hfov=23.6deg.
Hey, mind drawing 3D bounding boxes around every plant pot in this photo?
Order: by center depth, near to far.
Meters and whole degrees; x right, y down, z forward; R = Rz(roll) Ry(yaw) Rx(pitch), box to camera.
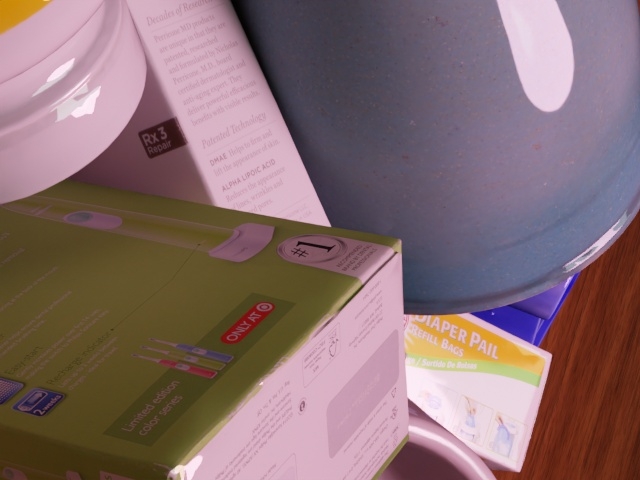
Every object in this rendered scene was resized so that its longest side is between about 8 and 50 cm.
[{"bbox_3d":[0.060,-0.139,0.892,0.255,0.272,0.271,75,35,-52],"label":"plant pot"}]

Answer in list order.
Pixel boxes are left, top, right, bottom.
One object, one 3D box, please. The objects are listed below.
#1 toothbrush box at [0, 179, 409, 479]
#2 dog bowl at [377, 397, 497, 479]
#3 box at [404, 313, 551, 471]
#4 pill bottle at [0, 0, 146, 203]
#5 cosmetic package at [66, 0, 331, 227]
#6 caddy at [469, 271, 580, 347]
[{"bbox_3d":[-0.127,0.069,0.727,0.206,0.283,0.122,-43,138,-51],"label":"toothbrush box"},{"bbox_3d":[-0.002,0.263,1.075,0.349,0.102,0.348,-4,97,-32],"label":"dog bowl"},{"bbox_3d":[0.067,0.104,1.234,0.203,0.114,0.103,26,72,-28],"label":"box"},{"bbox_3d":[-0.187,-0.175,0.621,0.188,0.188,0.334,-61,149,-33],"label":"pill bottle"},{"bbox_3d":[-0.093,-0.066,0.835,0.085,0.117,0.231,-35,102,-48],"label":"cosmetic package"},{"bbox_3d":[0.168,-0.023,1.431,0.341,0.179,0.241,-52,166,-44],"label":"caddy"}]
